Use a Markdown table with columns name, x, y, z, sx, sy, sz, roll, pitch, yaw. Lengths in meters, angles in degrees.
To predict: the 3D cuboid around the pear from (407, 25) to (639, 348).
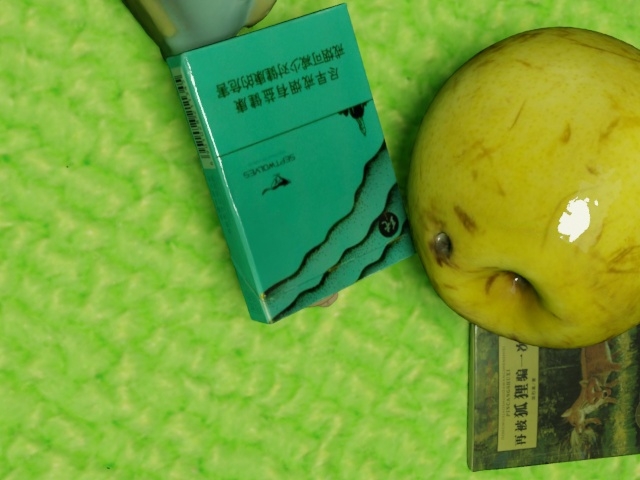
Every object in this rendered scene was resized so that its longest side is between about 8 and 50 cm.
| name | x | y | z | sx | sy | sz | roll | pitch | yaw |
| --- | --- | --- | --- | --- | --- | --- | --- | --- | --- |
| pear | 0.201 | -0.041 | 0.828 | 0.280 | 0.281 | 0.281 | -1 | 94 | -14 |

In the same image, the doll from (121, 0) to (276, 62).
| name | x | y | z | sx | sy | sz | roll | pitch | yaw |
| --- | --- | --- | --- | --- | --- | --- | --- | --- | --- |
| doll | -0.062 | -0.281 | 0.808 | 0.260 | 0.161 | 0.177 | -39 | 100 | -6 |

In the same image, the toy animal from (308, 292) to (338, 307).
| name | x | y | z | sx | sy | sz | roll | pitch | yaw |
| --- | --- | --- | --- | --- | --- | --- | --- | --- | --- |
| toy animal | -0.001 | 0.000 | 0.889 | 0.083 | 0.089 | 0.150 | 28 | 90 | 6 |

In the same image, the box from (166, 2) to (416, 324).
| name | x | y | z | sx | sy | sz | roll | pitch | yaw |
| --- | --- | --- | --- | --- | --- | --- | --- | --- | --- |
| box | -0.018 | -0.065 | 0.803 | 0.161 | 0.042 | 0.226 | -24 | 105 | -27 |

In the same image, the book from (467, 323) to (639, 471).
| name | x | y | z | sx | sy | sz | roll | pitch | yaw |
| --- | --- | --- | --- | --- | --- | --- | --- | --- | --- |
| book | 0.258 | 0.147 | 0.986 | 0.228 | 0.024 | 0.160 | -2 | 97 | -14 |
